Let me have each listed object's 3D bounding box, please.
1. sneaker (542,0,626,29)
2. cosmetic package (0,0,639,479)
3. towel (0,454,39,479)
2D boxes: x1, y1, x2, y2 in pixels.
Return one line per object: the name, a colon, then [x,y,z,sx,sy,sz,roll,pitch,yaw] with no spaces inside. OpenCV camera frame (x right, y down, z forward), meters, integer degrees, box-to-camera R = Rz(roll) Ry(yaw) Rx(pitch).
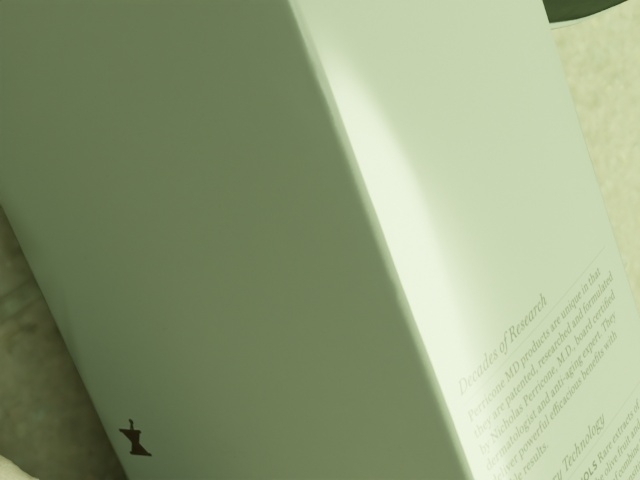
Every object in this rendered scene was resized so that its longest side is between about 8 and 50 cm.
sneaker: [0.212,-0.185,0.767,0.296,0.147,0.104,-29,113,-20]
cosmetic package: [0.000,0.000,0.640,0.155,0.197,0.365,-42,118,-43]
towel: [-0.122,0.285,0.591,0.317,0.053,0.332,-52,130,-15]
